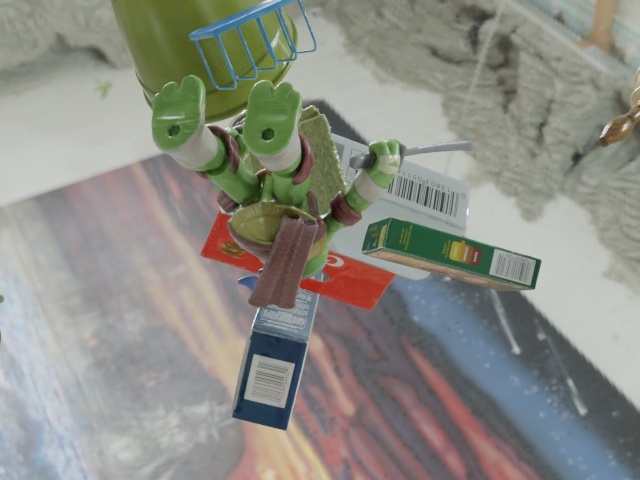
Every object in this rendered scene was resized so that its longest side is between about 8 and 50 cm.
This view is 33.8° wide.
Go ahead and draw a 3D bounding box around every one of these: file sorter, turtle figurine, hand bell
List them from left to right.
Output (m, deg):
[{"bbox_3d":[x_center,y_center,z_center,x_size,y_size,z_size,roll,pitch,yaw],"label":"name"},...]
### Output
[{"bbox_3d":[-0.109,-0.332,1.759,0.118,0.170,0.105,16,-48,63],"label":"file sorter"},{"bbox_3d":[-0.032,-0.092,1.008,0.198,0.275,0.266,40,-4,27],"label":"turtle figurine"},{"bbox_3d":[0.555,-0.224,1.850,0.126,0.242,0.126,27,-46,31],"label":"hand bell"}]

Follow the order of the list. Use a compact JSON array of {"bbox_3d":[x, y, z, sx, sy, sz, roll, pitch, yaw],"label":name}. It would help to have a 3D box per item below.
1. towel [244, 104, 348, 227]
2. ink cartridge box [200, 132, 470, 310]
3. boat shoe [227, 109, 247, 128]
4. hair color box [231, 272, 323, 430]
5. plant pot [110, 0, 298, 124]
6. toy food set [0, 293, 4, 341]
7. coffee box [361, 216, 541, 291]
[{"bbox_3d":[-0.025,-0.072,1.219,0.027,0.110,0.148,-116,-174,-82],"label":"towel"},{"bbox_3d":[0.000,0.000,1.545,0.385,0.308,0.091,122,-17,-52],"label":"ink cartridge box"},{"bbox_3d":[-0.004,-0.123,1.779,0.117,0.324,0.097,-58,-160,18],"label":"boat shoe"},{"bbox_3d":[-0.073,0.181,1.910,0.347,0.105,0.174,-74,178,-72],"label":"hair color box"},{"bbox_3d":[-0.275,-0.489,2.168,0.366,0.366,0.353,52,-5,40],"label":"plant pot"},{"bbox_3d":[-0.568,0.149,1.637,0.071,0.128,0.218,46,-53,44],"label":"toy food set"},{"bbox_3d":[0.148,0.017,1.212,0.113,0.184,0.041,158,-53,-80],"label":"coffee box"}]
